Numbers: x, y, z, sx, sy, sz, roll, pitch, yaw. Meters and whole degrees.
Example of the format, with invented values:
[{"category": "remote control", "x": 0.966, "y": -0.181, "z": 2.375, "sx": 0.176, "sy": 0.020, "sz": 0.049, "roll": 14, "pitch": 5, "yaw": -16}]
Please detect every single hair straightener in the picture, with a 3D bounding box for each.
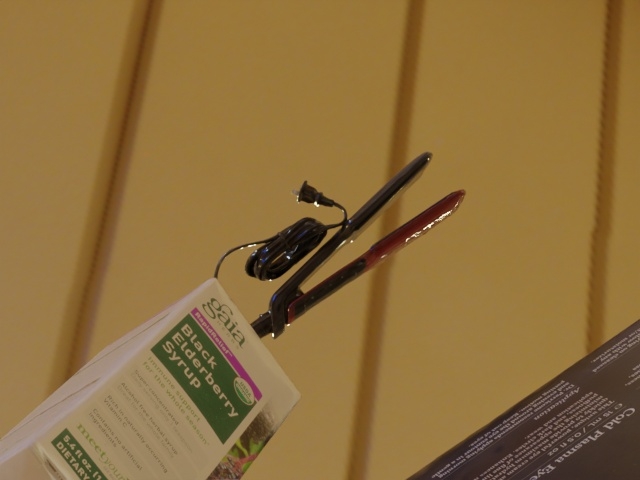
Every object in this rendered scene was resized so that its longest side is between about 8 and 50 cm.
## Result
[{"category": "hair straightener", "x": 0.000, "y": 0.000, "z": 1.097, "sx": 0.230, "sy": 0.047, "sz": 0.089, "roll": -36, "pitch": -100, "yaw": -8}]

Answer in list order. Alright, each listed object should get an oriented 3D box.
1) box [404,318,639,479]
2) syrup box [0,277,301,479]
[{"category": "box", "x": 0.276, "y": 0.193, "z": 0.991, "sx": 0.343, "sy": 0.312, "sz": 0.179, "roll": -32, "pitch": -77, "yaw": -11}, {"category": "syrup box", "x": -0.104, "y": 0.114, "z": 0.758, "sx": 0.093, "sy": 0.096, "sz": 0.237, "roll": 55, "pitch": -155, "yaw": -5}]
